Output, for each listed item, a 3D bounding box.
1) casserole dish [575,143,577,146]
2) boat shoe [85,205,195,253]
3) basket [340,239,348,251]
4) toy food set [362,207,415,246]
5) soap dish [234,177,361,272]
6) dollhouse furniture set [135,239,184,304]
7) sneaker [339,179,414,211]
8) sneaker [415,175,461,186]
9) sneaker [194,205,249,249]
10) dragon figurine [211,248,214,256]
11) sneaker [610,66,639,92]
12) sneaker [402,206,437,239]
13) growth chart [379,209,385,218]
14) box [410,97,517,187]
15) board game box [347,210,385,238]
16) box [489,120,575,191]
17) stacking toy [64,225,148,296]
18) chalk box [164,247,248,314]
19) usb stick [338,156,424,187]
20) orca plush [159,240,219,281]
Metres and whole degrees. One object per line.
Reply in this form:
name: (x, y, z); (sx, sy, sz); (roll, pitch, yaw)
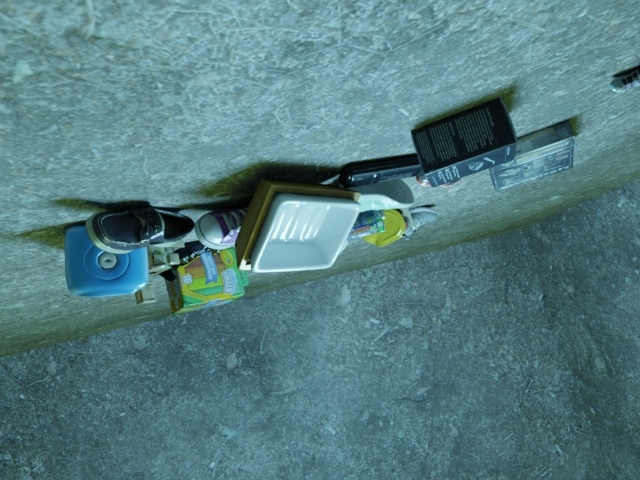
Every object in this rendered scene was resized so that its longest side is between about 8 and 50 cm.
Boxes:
casserole dish: (0.692, -0.276, 1.515); (0.188, 0.037, 0.114); (-18, 169, 11)
boat shoe: (-0.388, -0.033, 1.087); (0.092, 0.103, 0.285); (-24, 171, 19)
basket: (0.000, 0.000, 1.567); (0.113, 0.103, 0.167); (6, -149, 30)
toy food set: (0.253, -0.064, 1.799); (0.217, 0.128, 0.071); (-28, -175, 32)
soap dish: (-0.058, -0.040, 1.197); (0.290, 0.118, 0.229); (0, 125, -43)
dollhouse furniture set: (-0.414, 0.067, 1.320); (0.101, 0.182, 0.161); (-22, 167, 32)
sneaker: (0.135, -0.117, 1.384); (0.255, 0.094, 0.151); (3, 155, -33)
sneaker: (0.358, -0.193, 1.417); (0.157, 0.061, 0.065); (-12, 163, -19)
sneaker: (-0.179, -0.064, 1.251); (0.161, 0.102, 0.282); (-30, 171, 37)
dragon figurine: (-0.188, -0.024, 1.428); (0.144, 0.085, 0.289); (-26, 170, 36)
sneaker: (0.692, -0.363, 1.071); (0.098, 0.038, 0.069); (-22, 170, -15)
sneaker: (0.340, -0.057, 1.932); (0.281, 0.115, 0.105); (-12, 169, -19)
growth chart: (0.089, -0.070, 1.531); (0.237, 0.021, 0.172); (-14, -155, -1)
box: (0.328, -0.215, 1.114); (0.207, 0.108, 0.153); (-19, 169, 16)
board game box: (0.106, -0.068, 1.450); (0.136, 0.035, 0.201); (-13, -155, 2)
box: (0.609, -0.237, 1.422); (0.231, 0.056, 0.183); (-19, 152, 19)
stacking toy: (-0.543, 0.049, 1.231); (0.175, 0.166, 0.302); (-3, 180, -26)
chalk box: (-0.390, 0.140, 1.756); (0.288, 0.180, 0.179); (-10, 169, -32)
usb stick: (0.181, -0.181, 1.258); (0.278, 0.045, 0.077); (-11, 162, -20)
orca plush: (-0.460, 0.080, 1.545); (0.287, 0.102, 0.151); (-13, 169, -11)
